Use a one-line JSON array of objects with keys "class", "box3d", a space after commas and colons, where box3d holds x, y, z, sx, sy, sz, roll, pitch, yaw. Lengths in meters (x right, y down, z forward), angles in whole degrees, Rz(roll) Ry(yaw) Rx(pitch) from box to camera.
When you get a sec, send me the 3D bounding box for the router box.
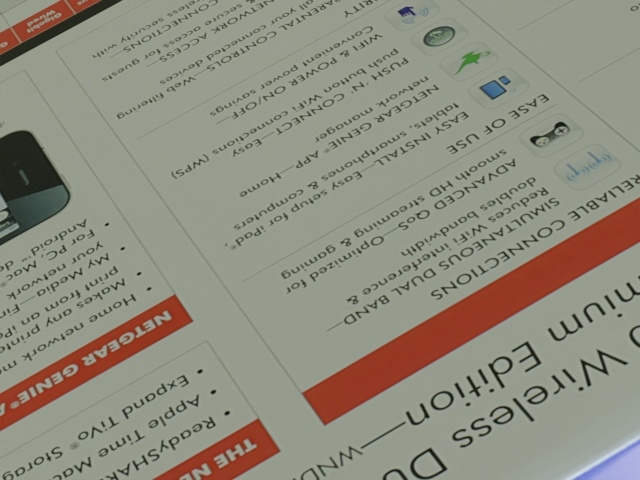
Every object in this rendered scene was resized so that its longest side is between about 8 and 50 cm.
[{"class": "router box", "box3d": [0.000, 0.000, 0.482, 0.335, 0.301, 0.082, -29, 128, -8]}]
